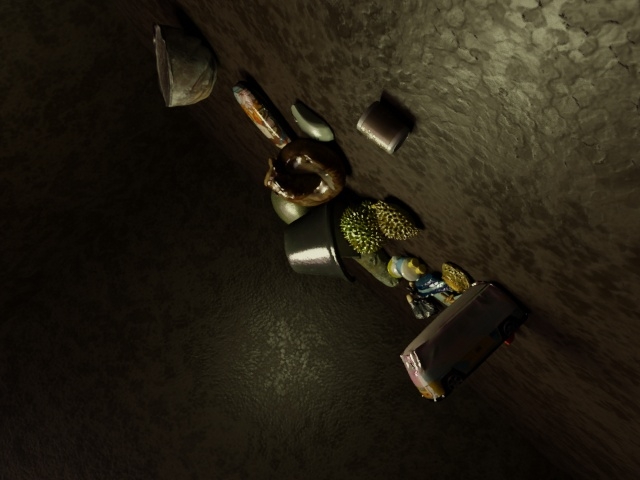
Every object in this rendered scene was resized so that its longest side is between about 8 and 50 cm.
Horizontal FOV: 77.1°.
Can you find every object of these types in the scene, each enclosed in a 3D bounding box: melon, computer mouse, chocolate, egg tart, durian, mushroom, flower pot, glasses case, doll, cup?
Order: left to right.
[{"bbox_3d":[-0.510,-0.672,1.555,0.303,0.212,0.304,33,129,53],"label":"chocolate"},{"bbox_3d":[-0.206,-0.464,1.525,0.321,0.082,0.122,46,167,-32],"label":"glasses case"},{"bbox_3d":[-0.086,-0.176,1.878,0.301,0.238,0.237,42,174,-18],"label":"melon"},{"bbox_3d":[-0.058,-0.232,1.367,0.263,0.282,0.195,-41,68,44],"label":"mushroom"},{"bbox_3d":[-0.037,-0.367,1.265,0.181,0.056,0.089,43,168,15],"label":"computer mouse"},{"bbox_3d":[0.000,0.000,1.683,0.379,0.250,0.380,-10,-90,-70],"label":"flower pot"},{"bbox_3d":[0.165,-0.048,1.512,0.200,0.176,0.237,64,-175,4],"label":"durian"},{"bbox_3d":[0.141,-0.242,0.896,0.099,0.074,0.102,43,173,11],"label":"cup"},{"bbox_3d":[0.223,-0.071,1.314,0.208,0.102,0.146,43,179,44],"label":"durian"},{"bbox_3d":[0.346,0.113,1.659,0.135,0.099,0.241,6,180,-10],"label":"doll"},{"bbox_3d":[0.452,0.129,1.346,0.130,0.052,0.130,46,171,9],"label":"egg tart"}]

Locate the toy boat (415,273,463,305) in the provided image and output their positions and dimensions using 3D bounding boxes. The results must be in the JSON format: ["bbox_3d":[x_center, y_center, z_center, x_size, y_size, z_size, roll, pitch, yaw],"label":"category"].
[{"bbox_3d":[0.514,0.229,1.568,0.290,0.067,0.220,32,160,-8],"label":"toy boat"}]

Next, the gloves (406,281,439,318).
[{"bbox_3d":[0.480,0.276,1.921,0.129,0.106,0.181,90,162,-78],"label":"gloves"}]

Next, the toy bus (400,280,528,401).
[{"bbox_3d":[0.410,0.292,1.204,0.162,0.386,0.171,48,172,10],"label":"toy bus"}]

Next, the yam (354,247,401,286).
[{"bbox_3d":[0.270,0.107,1.931,0.330,0.133,0.133,44,173,-21],"label":"yam"}]

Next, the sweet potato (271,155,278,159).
[{"bbox_3d":[-0.104,-0.320,1.551,0.072,0.066,0.314,15,173,-37],"label":"sweet potato"}]

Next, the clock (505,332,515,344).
[{"bbox_3d":[0.587,0.273,1.382,0.113,0.061,0.155,48,175,-25],"label":"clock"}]
